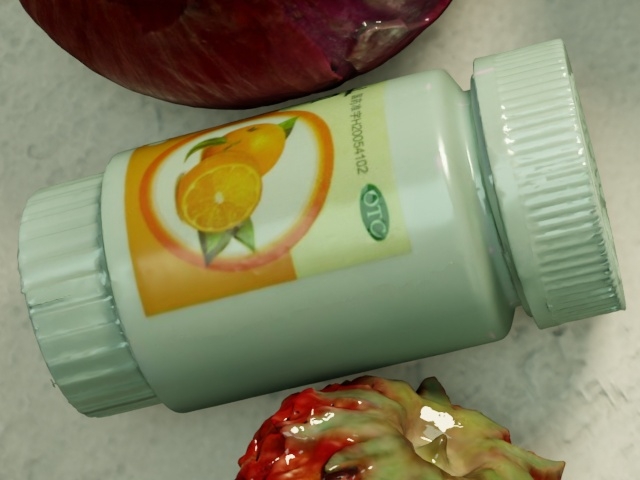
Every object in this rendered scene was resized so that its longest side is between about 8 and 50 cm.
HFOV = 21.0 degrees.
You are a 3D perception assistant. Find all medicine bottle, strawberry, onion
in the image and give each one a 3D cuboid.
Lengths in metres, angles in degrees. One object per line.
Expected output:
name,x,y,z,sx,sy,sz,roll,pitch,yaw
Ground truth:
medicine bottle,0.000,0.000,0.972,0.318,0.158,0.158,-15,81,11
strawberry,0.019,0.204,0.943,0.205,0.205,0.244,31,113,14
onion,-0.064,-0.246,0.948,0.348,0.285,0.347,1,93,23
